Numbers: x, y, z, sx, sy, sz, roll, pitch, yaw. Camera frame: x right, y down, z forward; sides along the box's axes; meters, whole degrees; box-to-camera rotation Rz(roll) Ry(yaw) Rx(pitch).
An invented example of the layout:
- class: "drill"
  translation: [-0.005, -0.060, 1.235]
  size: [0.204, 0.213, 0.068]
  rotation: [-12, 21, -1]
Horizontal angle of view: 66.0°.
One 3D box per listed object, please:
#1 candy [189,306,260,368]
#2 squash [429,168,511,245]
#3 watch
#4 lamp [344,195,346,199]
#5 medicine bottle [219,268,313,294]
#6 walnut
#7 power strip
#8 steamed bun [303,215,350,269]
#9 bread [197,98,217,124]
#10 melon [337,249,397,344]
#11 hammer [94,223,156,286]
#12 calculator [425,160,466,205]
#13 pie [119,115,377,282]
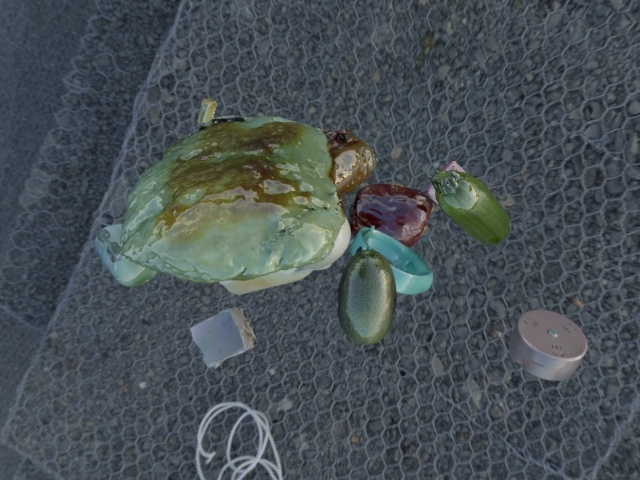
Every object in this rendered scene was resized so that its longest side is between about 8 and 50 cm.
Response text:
- class: "candy"
  translation: [-0.344, 0.348, 1.779]
  size: [0.195, 0.137, 0.185]
  rotation: [-25, 86, 6]
- class: "squash"
  translation: [0.227, -0.039, 0.709]
  size: [0.069, 0.258, 0.069]
  rotation: [-11, 70, 31]
- class: "watch"
  translation: [0.160, 0.046, 1.167]
  size: [0.195, 0.237, 0.068]
  rotation: [22, 111, -18]
- class: "lamp"
  translation: [0.032, -0.153, 1.624]
  size: [0.105, 0.105, 0.105]
  rotation: [1, 96, 11]
- class: "medicine bottle"
  translation: [-0.151, 0.037, 1.709]
  size: [0.405, 0.235, 0.236]
  rotation: [-16, 93, 29]
- class: "walnut"
  translation: [0.227, -0.098, 1.616]
  size: [0.268, 0.222, 0.244]
  rotation: [17, 66, 12]
- class: "power strip"
  translation: [0.510, 0.231, 1.107]
  size: [0.153, 0.154, 0.078]
  rotation: [11, 128, 10]
- class: "steamed bun"
  translation: [0.000, 0.000, 1.500]
  size: [0.228, 0.130, 0.177]
  rotation: [-37, 49, 31]
- class: "bread"
  translation: [-0.332, -0.371, 1.437]
  size: [0.033, 0.049, 0.088]
  rotation: [44, 129, 26]
- class: "melon"
  translation: [0.075, 0.091, 0.792]
  size: [0.099, 0.099, 0.162]
  rotation: [6, 112, 10]
- class: "hammer"
  translation: [-0.446, -0.050, 1.299]
  size: [0.206, 0.119, 0.336]
  rotation: [35, 87, 39]
- class: "calculator"
  translation: [0.402, -0.145, 1.475]
  size: [0.190, 0.034, 0.127]
  rotation: [36, 101, -32]
- class: "pie"
  translation: [-0.086, -0.056, 0.555]
  size: [0.256, 0.275, 0.106]
  rotation: [13, 132, 14]
